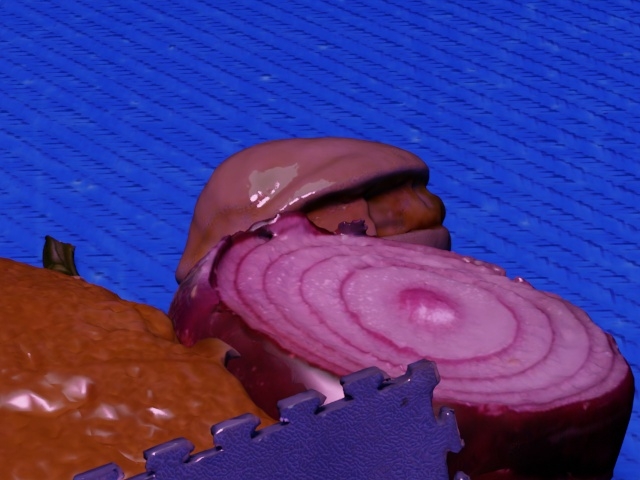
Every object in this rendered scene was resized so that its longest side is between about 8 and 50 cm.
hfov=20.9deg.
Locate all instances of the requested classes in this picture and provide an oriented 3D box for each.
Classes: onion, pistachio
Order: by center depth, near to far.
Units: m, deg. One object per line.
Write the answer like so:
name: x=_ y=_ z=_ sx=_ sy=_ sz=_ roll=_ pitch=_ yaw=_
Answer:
onion: x=0.017 y=0.089 z=0.688 sx=0.195 sy=0.140 sz=0.218 roll=23 pitch=23 yaw=-1
pistachio: x=0.000 y=0.000 z=0.893 sx=0.149 sy=0.113 sz=0.113 roll=-5 pitch=31 yaw=-33

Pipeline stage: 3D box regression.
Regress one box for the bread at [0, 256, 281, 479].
bread: x=-0.152 y=0.114 z=0.607 sx=0.250 sy=0.225 sz=0.279 roll=-17 pitch=39 yaw=-25

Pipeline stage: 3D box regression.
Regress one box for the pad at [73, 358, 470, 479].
pad: x=-0.050 y=0.193 z=0.470 sx=0.269 sy=0.269 sz=0.012 roll=-17 pitch=10 yaw=-23

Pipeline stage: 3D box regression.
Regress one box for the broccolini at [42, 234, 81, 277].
broccolini: x=-0.110 y=0.035 z=0.874 sx=0.058 sy=0.074 sz=0.201 roll=-23 pitch=33 yaw=-1
